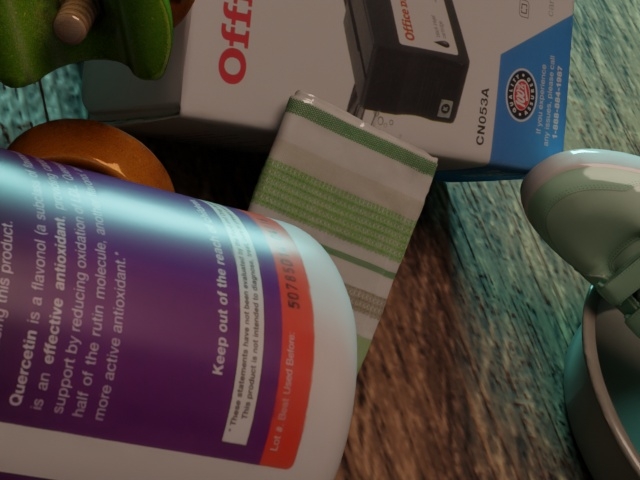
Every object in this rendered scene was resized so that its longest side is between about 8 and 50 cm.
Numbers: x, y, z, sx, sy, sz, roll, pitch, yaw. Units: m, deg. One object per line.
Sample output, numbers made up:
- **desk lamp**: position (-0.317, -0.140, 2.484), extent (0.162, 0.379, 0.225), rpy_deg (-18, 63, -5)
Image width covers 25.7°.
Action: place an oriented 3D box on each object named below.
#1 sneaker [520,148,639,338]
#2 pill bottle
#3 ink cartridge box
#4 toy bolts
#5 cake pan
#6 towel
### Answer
- **sneaker**: position (0.239, 0.047, 0.919), extent (0.256, 0.094, 0.151), rpy_deg (34, 33, -12)
- **pill bottle**: position (-0.157, 0.047, 0.620), extent (0.323, 0.181, 0.181), rpy_deg (15, 45, -29)
- **ink cartridge box**: position (0.017, -0.166, 0.925), extent (0.307, 0.129, 0.223), rpy_deg (6, 88, -35)
- **toy bolts**: position (-0.174, -0.102, 0.788), extent (0.228, 0.218, 0.158), rpy_deg (1, 35, 7)
- **cake pan**: position (0.290, 0.139, 0.998), extent (0.293, 0.054, 0.293), rpy_deg (22, 43, -22)
- **towel**: position (0.000, 0.000, 0.839), extent (0.113, 0.023, 0.152), rpy_deg (24, 86, -30)
